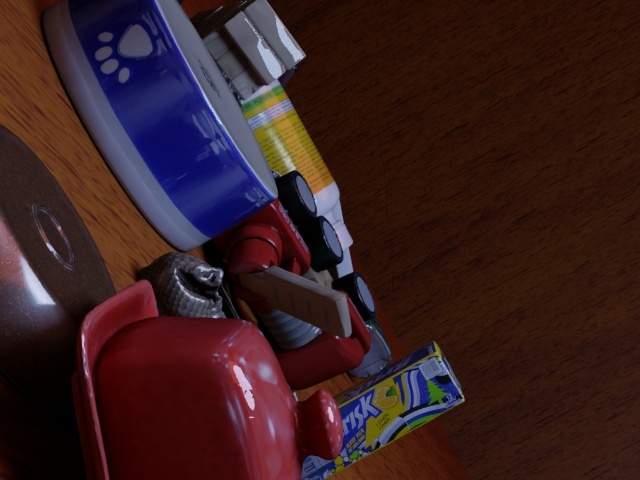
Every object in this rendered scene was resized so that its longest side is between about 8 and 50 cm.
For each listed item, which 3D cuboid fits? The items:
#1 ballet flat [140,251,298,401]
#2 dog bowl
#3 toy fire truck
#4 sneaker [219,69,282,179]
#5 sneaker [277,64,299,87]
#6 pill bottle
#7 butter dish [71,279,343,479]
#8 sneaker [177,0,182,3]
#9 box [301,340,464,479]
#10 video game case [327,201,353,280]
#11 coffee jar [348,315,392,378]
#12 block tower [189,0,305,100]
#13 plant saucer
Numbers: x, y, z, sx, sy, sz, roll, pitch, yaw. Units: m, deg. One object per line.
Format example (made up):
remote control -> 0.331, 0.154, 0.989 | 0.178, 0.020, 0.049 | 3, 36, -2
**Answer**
ballet flat -> -0.063, 0.097, 1.014 | 0.250, 0.058, 0.084 | 58, 6, -35
dog bowl -> -0.147, -0.128, 1.172 | 0.265, 0.104, 0.265 | 60, 4, -8
toy fire truck -> -0.019, 0.066, 1.266 | 0.217, 0.158, 0.246 | 59, 16, -24
sneaker -> -0.123, -0.104, 1.472 | 0.272, 0.100, 0.108 | 59, -16, -16
sneaker -> -0.086, -0.191, 1.863 | 0.281, 0.162, 0.106 | 59, 5, -24
pill bottle -> -0.059, -0.080, 1.637 | 0.246, 0.136, 0.136 | 61, 5, -4
butter dish -> -0.048, 0.099, 0.616 | 0.160, 0.118, 0.160 | -55, 138, -84
sneaker -> -0.210, -0.310, 1.442 | 0.109, 0.130, 0.286 | 62, 5, -10
box -> 0.045, 0.158, 1.127 | 0.054, 0.169, 0.059 | 60, 5, -4
video game case -> 0.000, 0.000, 1.854 | 0.285, 0.025, 0.204 | -136, -147, -72
coffee jar -> 0.050, 0.129, 1.945 | 0.096, 0.079, 0.184 | 59, 5, -30
block tower -> -0.129, -0.241, 1.581 | 0.097, 0.091, 0.335 | 54, -12, -15
plant saucer -> -0.158, 0.005, 0.673 | 0.199, 0.036, 0.198 | 61, 4, -6
